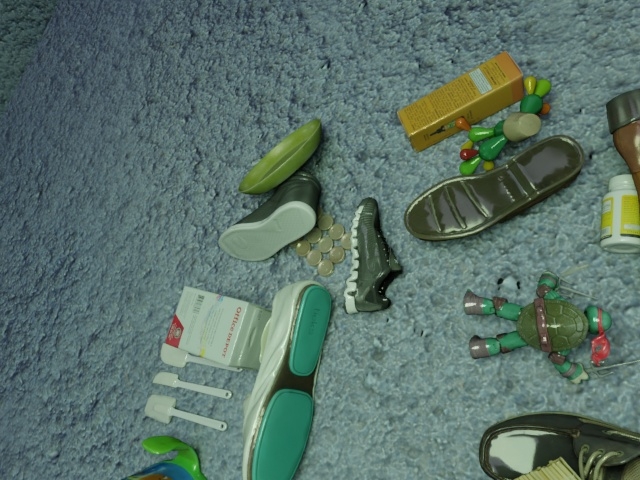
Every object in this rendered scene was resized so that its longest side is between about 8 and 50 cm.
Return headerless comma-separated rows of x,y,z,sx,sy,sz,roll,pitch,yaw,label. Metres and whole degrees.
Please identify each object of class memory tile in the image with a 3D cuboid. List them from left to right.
0.000,0.000,0.971,0.148,0.012,0.113,41,93,31,memory tile

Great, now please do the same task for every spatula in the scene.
-0.284,0.329,0.995,0.241,0.019,0.168,3,68,27,spatula

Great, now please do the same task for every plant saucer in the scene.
-0.083,-0.178,1.001,0.240,0.037,0.241,-36,22,17,plant saucer

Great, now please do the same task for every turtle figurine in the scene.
0.349,0.127,0.695,0.234,0.118,0.176,-8,69,30,turtle figurine

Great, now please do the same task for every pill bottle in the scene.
0.483,-0.042,0.712,0.065,0.065,0.117,4,75,28,pill bottle

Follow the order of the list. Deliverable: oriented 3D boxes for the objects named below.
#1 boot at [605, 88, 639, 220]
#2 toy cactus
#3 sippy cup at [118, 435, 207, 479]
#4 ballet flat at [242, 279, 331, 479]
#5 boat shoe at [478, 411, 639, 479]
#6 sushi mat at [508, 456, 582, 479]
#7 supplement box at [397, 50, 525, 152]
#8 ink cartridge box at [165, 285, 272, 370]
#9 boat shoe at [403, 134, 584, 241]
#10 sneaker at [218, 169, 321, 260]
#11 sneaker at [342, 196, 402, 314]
0.576,-0.091,0.657,0.263,0.096,0.281,-6,80,-12,boot
0.330,-0.207,0.788,0.219,0.180,0.112,-37,96,9,toy cactus
-0.350,0.543,0.827,0.239,0.224,0.306,-25,63,18,sippy cup
-0.078,0.270,0.860,0.139,0.139,0.401,4,70,28,ballet flat
0.393,0.305,0.593,0.354,0.130,0.133,-3,71,26,boat shoe
0.356,0.426,0.549,0.317,0.019,0.151,49,130,16,sushi mat
0.276,-0.270,0.892,0.233,0.078,0.080,-28,62,15,supplement box
-0.201,0.184,0.937,0.176,0.127,0.128,10,76,30,ink cartridge box
0.303,-0.070,0.794,0.307,0.104,0.111,-22,72,17,boat shoe
-0.106,-0.054,1.004,0.295,0.104,0.147,-24,32,38,sneaker
0.110,0.031,0.870,0.106,0.078,0.235,2,77,24,sneaker
